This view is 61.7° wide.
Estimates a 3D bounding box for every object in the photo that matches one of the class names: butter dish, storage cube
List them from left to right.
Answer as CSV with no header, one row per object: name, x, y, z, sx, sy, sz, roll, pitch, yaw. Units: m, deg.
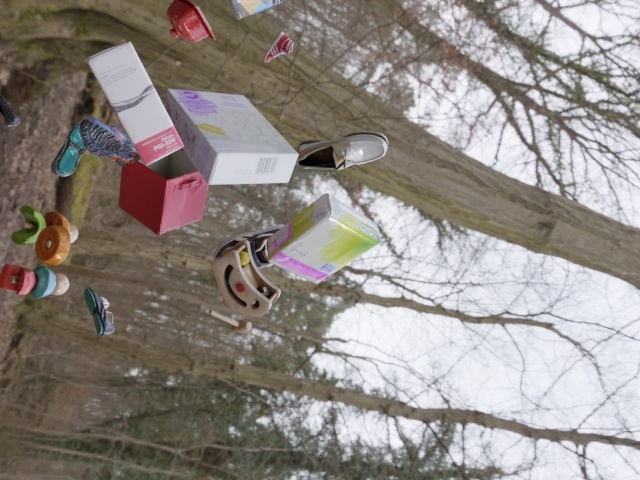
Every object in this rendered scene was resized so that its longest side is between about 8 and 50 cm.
storage cube,-0.469,-0.162,1.614,0.215,0.184,0.193,31,-57,22
butter dish,-0.463,-0.738,1.826,0.118,0.160,0.160,-45,-122,-7

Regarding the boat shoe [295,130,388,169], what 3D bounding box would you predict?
boat shoe,0.065,-0.274,1.719,0.302,0.113,0.103,-6,-144,16

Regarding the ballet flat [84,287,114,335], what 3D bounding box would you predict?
ballet flat,-0.803,0.260,1.960,0.074,0.074,0.203,-50,-121,33

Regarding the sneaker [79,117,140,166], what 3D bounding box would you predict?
sneaker,-0.553,-0.263,1.386,0.083,0.221,0.087,-31,-104,0

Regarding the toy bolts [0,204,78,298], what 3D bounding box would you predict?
toy bolts,-0.688,0.049,1.389,0.218,0.158,0.228,19,-91,29

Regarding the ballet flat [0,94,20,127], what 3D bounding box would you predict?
ballet flat,-1.059,-0.440,1.773,0.173,0.049,0.057,45,-38,16

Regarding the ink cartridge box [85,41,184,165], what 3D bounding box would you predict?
ink cartridge box,-0.371,-0.277,1.076,0.092,0.217,0.158,-30,-154,-10

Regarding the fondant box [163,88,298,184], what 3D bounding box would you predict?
fondant box,-0.246,-0.278,1.423,0.330,0.238,0.096,49,-50,36

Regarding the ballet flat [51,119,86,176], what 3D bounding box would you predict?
ballet flat,-0.681,-0.253,1.470,0.070,0.070,0.188,-26,-143,50

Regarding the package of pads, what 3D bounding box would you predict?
package of pads,0.000,0.000,1.641,0.296,0.229,0.101,-36,-138,32

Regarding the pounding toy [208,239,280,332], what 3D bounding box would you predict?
pounding toy,-0.219,0.150,1.515,0.154,0.155,0.269,-3,-65,24

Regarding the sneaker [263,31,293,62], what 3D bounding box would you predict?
sneaker,-0.138,-0.635,1.809,0.118,0.067,0.042,-48,-173,30

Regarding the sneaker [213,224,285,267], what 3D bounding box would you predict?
sneaker,-0.263,0.041,2.076,0.321,0.126,0.127,-22,-143,2

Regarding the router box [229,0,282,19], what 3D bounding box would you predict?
router box,-0.165,-0.621,1.351,0.179,0.133,0.046,-101,170,-81
